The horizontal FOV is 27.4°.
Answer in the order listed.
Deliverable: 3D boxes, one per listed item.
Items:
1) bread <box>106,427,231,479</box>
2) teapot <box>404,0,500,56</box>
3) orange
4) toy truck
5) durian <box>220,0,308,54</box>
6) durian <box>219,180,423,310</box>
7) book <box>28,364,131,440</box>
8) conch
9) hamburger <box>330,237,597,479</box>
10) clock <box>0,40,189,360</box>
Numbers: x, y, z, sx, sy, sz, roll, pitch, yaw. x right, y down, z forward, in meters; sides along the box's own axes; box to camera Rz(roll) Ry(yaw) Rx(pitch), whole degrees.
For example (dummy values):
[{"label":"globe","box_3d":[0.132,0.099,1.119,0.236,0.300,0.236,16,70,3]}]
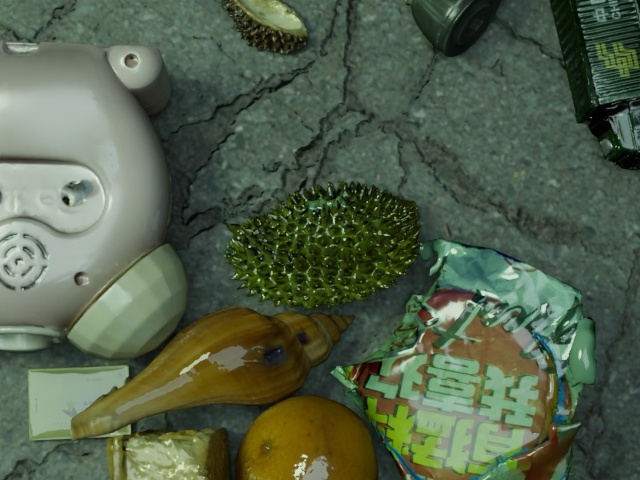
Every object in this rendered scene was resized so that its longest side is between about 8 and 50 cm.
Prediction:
[{"label":"bread","box_3d":[-0.146,0.329,1.322,0.114,0.185,0.275,-5,83,4]},{"label":"teapot","box_3d":[0.148,-0.268,1.463,0.091,0.124,0.092,42,125,19]},{"label":"orange","box_3d":[-0.010,0.239,1.354,0.136,0.159,0.159,36,82,-35]},{"label":"toy truck","box_3d":[0.336,-0.207,1.448,0.121,0.088,0.259,-11,82,-4]},{"label":"durian","box_3d":[-0.070,-0.255,1.459,0.130,0.052,0.066,40,81,4]},{"label":"durian","box_3d":[-0.001,-0.003,1.395,0.220,0.095,0.137,-10,47,4]},{"label":"book","box_3d":[-0.261,0.175,1.419,0.110,0.014,0.077,-2,83,-2]},{"label":"conch","box_3d":[-0.104,0.133,1.358,0.330,0.093,0.109,-19,97,-28]},{"label":"hamburger","box_3d":[0.176,0.148,1.385,0.260,0.150,0.276,39,99,20]},{"label":"clock","box_3d":[-0.306,-0.039,1.372,0.342,0.184,0.326,2,87,4]}]
